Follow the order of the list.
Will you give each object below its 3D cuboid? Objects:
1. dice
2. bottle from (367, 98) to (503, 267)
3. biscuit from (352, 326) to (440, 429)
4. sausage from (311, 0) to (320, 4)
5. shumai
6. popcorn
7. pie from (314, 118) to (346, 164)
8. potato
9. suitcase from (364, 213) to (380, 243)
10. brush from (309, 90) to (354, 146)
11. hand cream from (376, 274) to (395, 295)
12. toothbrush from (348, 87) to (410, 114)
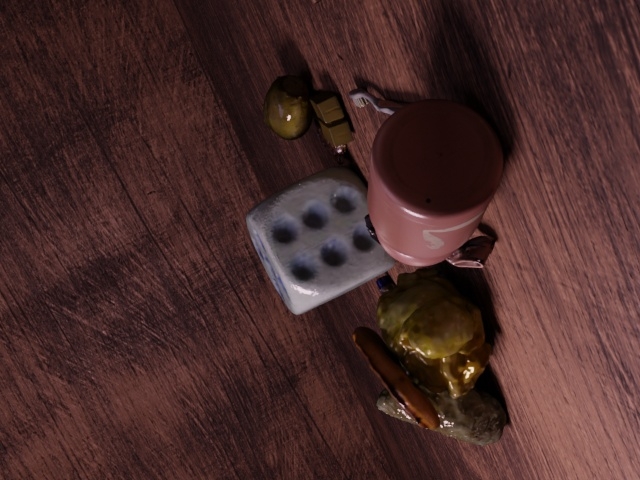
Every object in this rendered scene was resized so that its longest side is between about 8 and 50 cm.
[{"bbox_3d":[0.000,0.000,1.963,0.264,0.268,0.262,64,170,5],"label":"dice"},{"bbox_3d":[0.165,-0.053,1.223,0.206,0.173,0.297,27,162,9],"label":"bottle"},{"bbox_3d":[0.126,0.234,1.586,0.154,0.045,0.299,46,-177,-30],"label":"biscuit"},{"bbox_3d":[-0.025,-0.478,1.521,0.116,0.026,0.026,66,171,-15],"label":"sausage"},{"bbox_3d":[0.259,0.281,1.719,0.261,0.221,0.225,21,169,21],"label":"shumai"},{"bbox_3d":[0.217,0.177,1.559,0.225,0.174,0.286,54,178,-18],"label":"popcorn"},{"bbox_3d":[0.026,-0.218,1.939,0.170,0.034,0.092,-137,26,-64],"label":"pie"},{"bbox_3d":[-0.070,-0.303,1.962,0.251,0.113,0.149,173,96,-78],"label":"potato"},{"bbox_3d":[0.142,-0.025,1.654,0.059,0.086,0.126,69,169,-22],"label":"suitcase"},{"bbox_3d":[0.009,-0.273,1.853,0.233,0.047,0.103,-126,13,-70],"label":"brush"},{"bbox_3d":[0.189,0.159,2.075,0.163,0.039,0.062,58,154,19],"label":"hand cream"},{"bbox_3d":[0.115,-0.224,1.434,0.037,0.028,0.375,61,173,-21],"label":"toothbrush"}]
